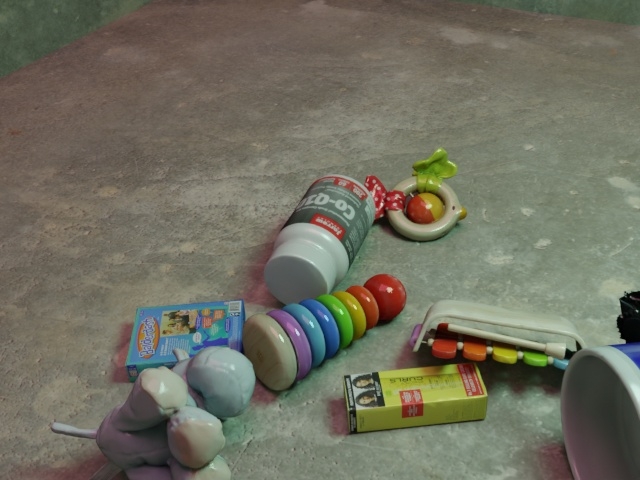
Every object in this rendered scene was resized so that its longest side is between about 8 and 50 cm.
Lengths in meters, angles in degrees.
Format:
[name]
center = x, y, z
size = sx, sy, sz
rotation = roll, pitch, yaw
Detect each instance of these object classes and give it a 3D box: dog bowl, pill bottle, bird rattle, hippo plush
[dog bowl]
center = 0.442, 0.277, 1.080
size = 0.104, 0.265, 0.265
rotation = -6, 36, -7
[pill bottle]
center = 0.000, 0.000, 1.582
size = 0.161, 0.161, 0.283
rotation = 9, 38, 17
[bird rattle]
center = 0.210, -0.090, 1.723
size = 0.253, 0.143, 0.207
rotation = -24, 57, -21
[hippo plush]
center = -0.208, 0.294, 1.217
size = 0.294, 0.234, 0.236
rotation = -32, -1, 34

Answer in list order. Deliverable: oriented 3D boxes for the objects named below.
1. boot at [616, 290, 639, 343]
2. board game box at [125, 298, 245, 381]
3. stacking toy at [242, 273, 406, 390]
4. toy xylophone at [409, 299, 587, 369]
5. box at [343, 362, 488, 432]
[boot]
center = 0.526, 0.207, 1.173
size = 0.094, 0.207, 0.246
rotation = -9, 22, -1
[board game box]
center = -0.248, 0.186, 1.448
size = 0.210, 0.047, 0.160
rotation = -4, 37, -1
[stacking toy]
center = 0.024, 0.151, 1.422
size = 0.330, 0.141, 0.141
rotation = -21, 39, -33
[toy xylophone]
center = 0.309, 0.171, 1.319
size = 0.322, 0.081, 0.236
rotation = 9, 9, 18
[box]
center = 0.157, 0.264, 1.296
size = 0.232, 0.058, 0.087
rotation = -4, 35, -2
